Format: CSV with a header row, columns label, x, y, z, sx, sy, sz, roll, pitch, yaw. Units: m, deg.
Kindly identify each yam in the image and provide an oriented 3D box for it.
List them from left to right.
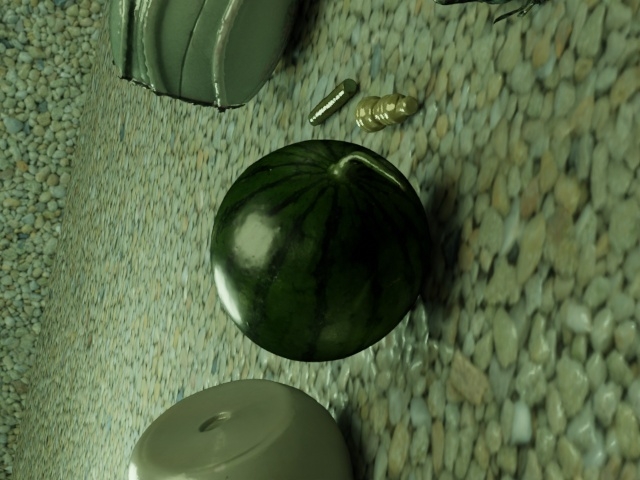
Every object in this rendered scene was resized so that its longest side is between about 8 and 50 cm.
label,x,y,z,sx,sy,sz,roll,pitch,yaw
yam,0.012,-0.148,1.350,0.116,0.021,0.021,144,131,-66

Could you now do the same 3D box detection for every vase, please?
label,x,y,z,sx,sy,sz,roll,pitch,yaw
vase,-0.108,-0.397,1.508,0.250,0.250,0.445,-123,48,-63

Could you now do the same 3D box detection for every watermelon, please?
label,x,y,z,sx,sy,sz,roll,pitch,yaw
watermelon,0.000,0.000,1.055,0.188,0.188,0.215,-101,14,-44

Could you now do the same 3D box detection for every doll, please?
label,x,y,z,sx,sy,sz,roll,pitch,yaw
doll,-0.070,0.258,1.210,0.251,0.221,0.221,-6,75,42

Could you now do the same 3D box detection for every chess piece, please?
label,x,y,z,sx,sy,sz,roll,pitch,yaw
chess piece,0.066,-0.123,1.169,0.092,0.035,0.035,178,100,-67

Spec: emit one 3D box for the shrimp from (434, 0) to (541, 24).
label,x,y,z,sx,sy,sz,roll,pitch,yaw
shrimp,0.139,-0.211,0.925,0.174,0.082,0.076,-37,43,55
